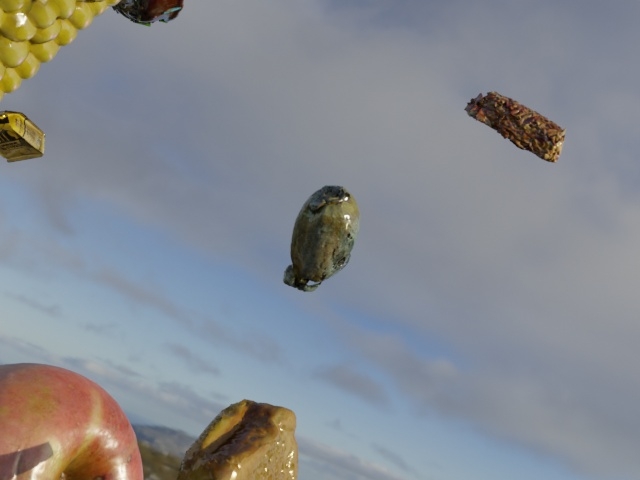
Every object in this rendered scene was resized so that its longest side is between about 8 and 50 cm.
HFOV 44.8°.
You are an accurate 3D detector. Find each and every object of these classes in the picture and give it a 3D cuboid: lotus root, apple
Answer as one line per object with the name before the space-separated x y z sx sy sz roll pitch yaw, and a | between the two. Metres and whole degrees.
lotus root | 0.003 0.001 1.004 0.088 0.165 0.088 18 26 -9
apple | -0.466 0.371 1.183 0.364 0.363 0.364 21 -15 6

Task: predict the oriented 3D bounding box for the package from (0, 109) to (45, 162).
package | -0.495 -0.173 1.212 0.071 0.047 0.131 -7 -23 15

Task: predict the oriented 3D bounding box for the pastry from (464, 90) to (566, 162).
pastry | 0.312 -0.187 1.224 0.169 0.063 0.087 33 22 7

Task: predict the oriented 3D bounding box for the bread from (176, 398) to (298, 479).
bread | -0.078 0.272 0.637 0.077 0.270 0.139 12 20 20

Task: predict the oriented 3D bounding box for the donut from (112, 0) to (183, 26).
donut | -0.325 -0.482 1.336 0.235 0.089 0.235 36 -36 31

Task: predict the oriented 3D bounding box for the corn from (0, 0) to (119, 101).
corn | -0.238 -0.086 0.366 0.130 0.347 0.130 49 -12 14
